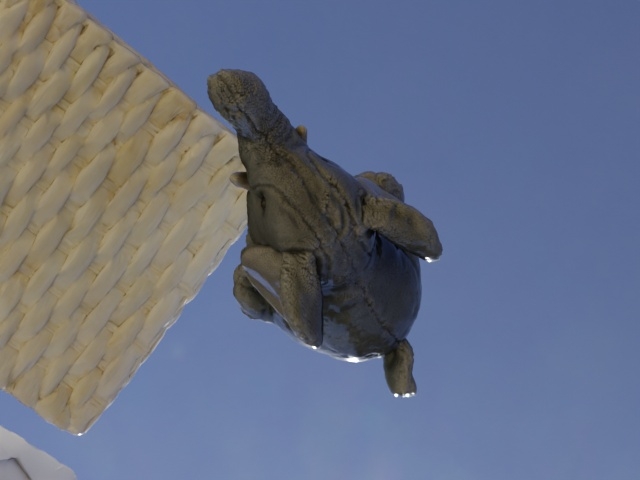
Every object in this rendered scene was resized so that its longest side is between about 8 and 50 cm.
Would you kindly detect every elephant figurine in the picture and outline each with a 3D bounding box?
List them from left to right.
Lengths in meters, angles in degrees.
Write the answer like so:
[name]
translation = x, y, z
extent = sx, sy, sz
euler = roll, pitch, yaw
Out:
[elephant figurine]
translation = 0.000, 0.000, 1.129
extent = 0.186, 0.239, 0.169
euler = 13, -103, 5

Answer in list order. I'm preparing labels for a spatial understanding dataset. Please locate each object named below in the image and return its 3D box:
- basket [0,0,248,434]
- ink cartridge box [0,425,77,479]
[basket]
translation = -0.275, -0.053, 1.397
extent = 0.331, 0.328, 0.266
euler = -52, -152, 0
[ink cartridge box]
translation = -0.463, 0.274, 1.424
extent = 0.395, 0.285, 0.166
euler = -7, -114, 15
